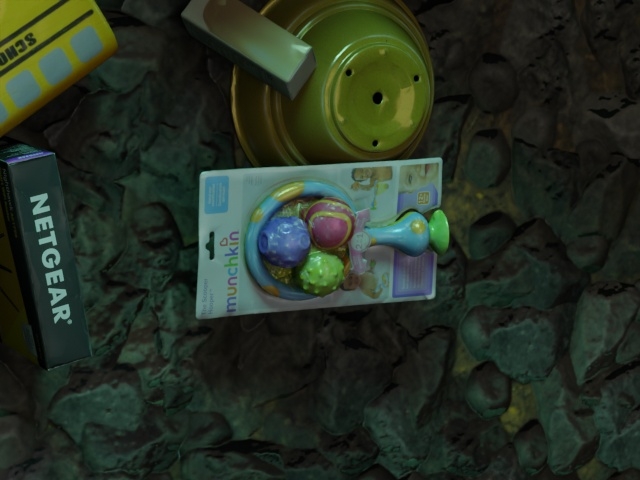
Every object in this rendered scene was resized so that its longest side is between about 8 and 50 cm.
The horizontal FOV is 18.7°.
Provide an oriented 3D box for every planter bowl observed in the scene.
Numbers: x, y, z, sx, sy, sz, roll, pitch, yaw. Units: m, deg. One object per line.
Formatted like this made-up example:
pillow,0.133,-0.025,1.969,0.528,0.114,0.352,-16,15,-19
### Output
planter bowl,0.033,-0.134,1.782,0.217,0.090,0.217,-6,103,-27

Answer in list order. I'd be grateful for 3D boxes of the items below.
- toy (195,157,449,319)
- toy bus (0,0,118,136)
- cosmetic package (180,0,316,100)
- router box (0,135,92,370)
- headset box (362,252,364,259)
toy,0.009,0.002,1.740,0.237,0.056,0.136,-5,107,-26
toy bus,-0.337,-0.116,1.572,0.333,0.108,0.130,-39,117,-18
cosmetic package,-0.062,-0.175,1.706,0.115,0.060,0.041,33,82,9
router box,-0.249,0.007,1.628,0.046,0.133,0.178,-17,107,-26
headset box,0.000,0.000,1.805,0.083,0.062,0.032,16,93,-29
